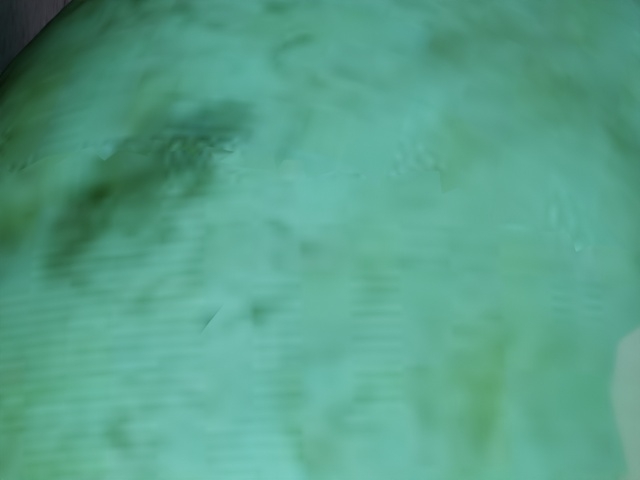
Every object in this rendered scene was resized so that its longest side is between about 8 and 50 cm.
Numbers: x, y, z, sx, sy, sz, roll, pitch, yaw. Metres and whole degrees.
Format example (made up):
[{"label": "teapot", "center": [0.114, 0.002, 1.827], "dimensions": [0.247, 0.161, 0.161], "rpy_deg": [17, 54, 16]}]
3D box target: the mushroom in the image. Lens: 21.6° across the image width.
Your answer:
[{"label": "mushroom", "center": [0.021, 0.068, 0.467], "dimensions": [0.352, 0.260, 0.352], "rpy_deg": [22, 65, -58]}]
